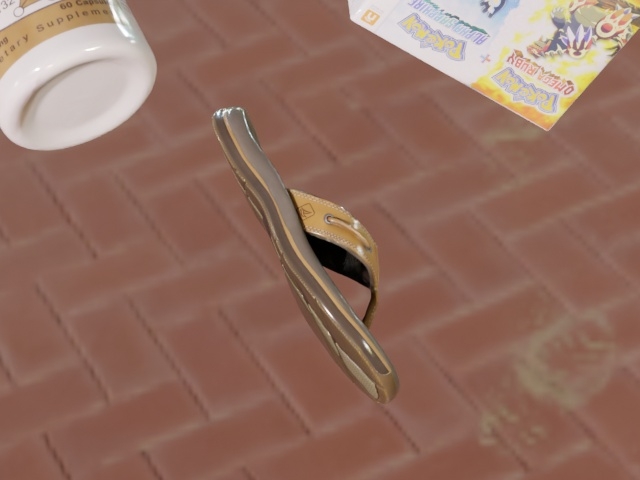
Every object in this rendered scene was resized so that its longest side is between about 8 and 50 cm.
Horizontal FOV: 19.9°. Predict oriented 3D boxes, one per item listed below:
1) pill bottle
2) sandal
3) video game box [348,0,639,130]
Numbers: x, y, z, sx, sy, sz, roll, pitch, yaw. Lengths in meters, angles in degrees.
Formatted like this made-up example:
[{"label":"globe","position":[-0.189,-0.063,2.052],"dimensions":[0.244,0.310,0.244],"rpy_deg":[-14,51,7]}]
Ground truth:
[{"label":"pill bottle","position":[-0.231,-0.196,1.435],"dimensions":[0.131,0.131,0.229],"rpy_deg":[-21,65,-18]},{"label":"sandal","position":[0.000,0.000,1.149],"dimensions":[0.060,0.090,0.219],"rpy_deg":[-26,65,-5]},{"label":"video game box","position":[0.156,-0.205,1.451],"dimensions":[0.205,0.187,0.048],"rpy_deg":[27,35,-21]}]
